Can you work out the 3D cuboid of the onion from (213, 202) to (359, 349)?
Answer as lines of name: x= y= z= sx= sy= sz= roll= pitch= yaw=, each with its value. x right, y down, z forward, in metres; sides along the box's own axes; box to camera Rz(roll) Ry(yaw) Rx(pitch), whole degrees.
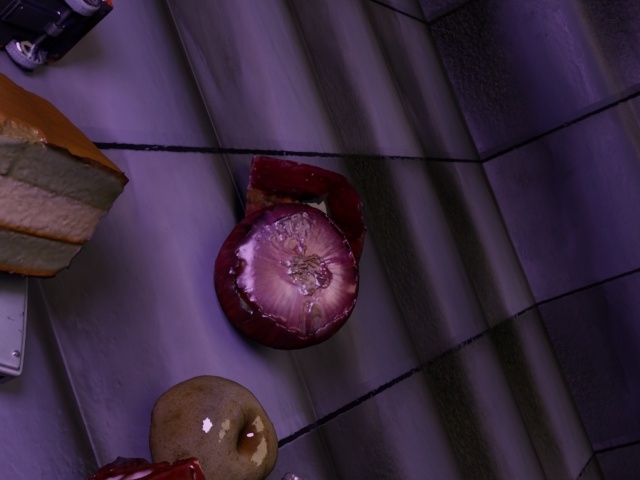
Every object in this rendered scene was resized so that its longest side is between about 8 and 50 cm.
onion: x=-0.056 y=0.057 z=1.370 sx=0.248 sy=0.161 sz=0.248 roll=4 pitch=83 yaw=-38

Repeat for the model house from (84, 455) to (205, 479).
model house: x=-0.229 y=0.334 z=0.852 sx=0.254 sy=0.160 sz=0.196 roll=-1 pitch=78 yaw=-64

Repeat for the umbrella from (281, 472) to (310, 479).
umbrella: x=-0.085 y=0.448 z=1.107 sx=0.106 sy=0.113 sz=0.358 roll=38 pitch=34 yaw=4

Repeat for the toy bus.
toy bus: x=-0.426 y=-0.334 z=1.061 sx=0.329 sy=0.143 sz=0.153 roll=7 pitch=53 yaw=-58

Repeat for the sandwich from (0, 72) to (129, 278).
sandwich: x=-0.359 y=-0.087 z=0.897 sx=0.198 sy=0.155 sz=0.227 roll=41 pitch=7 yaw=27

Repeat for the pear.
pear: x=-0.140 y=0.259 z=1.117 sx=0.167 sy=0.136 sz=0.167 roll=38 pitch=42 yaw=-45

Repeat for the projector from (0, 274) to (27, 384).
projector: x=-0.374 y=0.070 z=0.926 sx=0.115 sy=0.061 sz=0.147 roll=29 pitch=44 yaw=-48

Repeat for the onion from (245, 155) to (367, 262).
onion: x=0.000 y=0.000 z=1.558 sx=0.314 sy=0.146 sz=0.280 roll=36 pitch=44 yaw=-51
